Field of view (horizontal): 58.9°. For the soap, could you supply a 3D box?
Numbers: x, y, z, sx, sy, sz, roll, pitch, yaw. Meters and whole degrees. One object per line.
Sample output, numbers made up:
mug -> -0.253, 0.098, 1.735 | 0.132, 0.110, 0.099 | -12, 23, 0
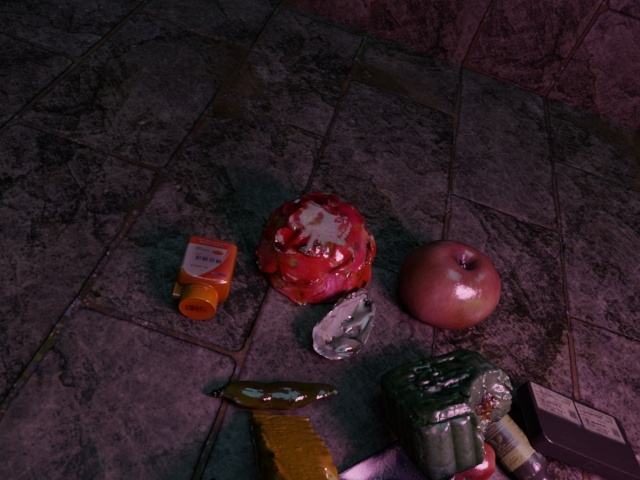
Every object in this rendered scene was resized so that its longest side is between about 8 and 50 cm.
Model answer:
soap -> -0.051, 0.474, 1.236 | 0.169, 0.304, 0.339 | 3, 49, -22

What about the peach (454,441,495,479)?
peach -> 0.354, 0.567, 1.412 | 0.152, 0.152, 0.152 | 10, 47, -11

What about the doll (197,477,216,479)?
doll -> -0.284, 0.588, 1.226 | 0.109, 0.057, 0.169 | 52, 38, 5

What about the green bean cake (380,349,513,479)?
green bean cake -> 0.330, 0.409, 1.407 | 0.308, 0.169, 0.300 | -13, 17, -12

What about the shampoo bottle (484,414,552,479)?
shampoo bottle -> 0.520, 0.562, 1.495 | 0.101, 0.101, 0.284 | -23, 60, -34

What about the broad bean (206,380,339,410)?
broad bean -> -0.119, 0.396, 1.449 | 0.339, 0.061, 0.077 | 6, 36, -15

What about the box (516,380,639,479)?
box -> 0.710, 0.528, 1.560 | 0.350, 0.058, 0.211 | 24, 32, -13

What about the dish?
dish -> 0.171, 0.589, 1.344 | 0.243, 0.080, 0.182 | -18, 24, -29

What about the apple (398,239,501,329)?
apple -> 0.396, 0.132, 1.748 | 0.306, 0.235, 0.306 | 9, 46, -10

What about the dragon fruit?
dragon fruit -> 0.000, 0.000, 1.739 | 0.386, 0.249, 0.371 | 28, 51, 10

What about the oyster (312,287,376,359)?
oyster -> 0.071, 0.234, 1.645 | 0.199, 0.087, 0.252 | 18, 52, -16

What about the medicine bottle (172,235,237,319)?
medicine bottle -> -0.327, 0.105, 1.605 | 0.149, 0.112, 0.222 | 12, 46, -8
